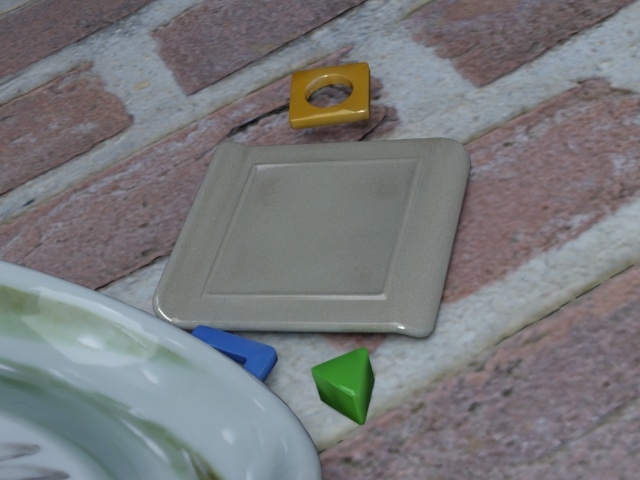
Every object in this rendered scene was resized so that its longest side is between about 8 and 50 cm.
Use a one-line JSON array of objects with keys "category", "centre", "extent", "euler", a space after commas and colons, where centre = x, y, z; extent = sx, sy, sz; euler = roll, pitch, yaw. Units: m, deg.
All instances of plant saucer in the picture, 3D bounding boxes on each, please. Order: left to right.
[{"category": "plant saucer", "centre": [-0.201, 0.102, 0.623], "extent": [0.400, 0.400, 0.100], "euler": [30, 105, 44]}]

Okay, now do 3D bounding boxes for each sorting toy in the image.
[{"category": "sorting toy", "centre": [0.000, 0.000, 0.871], "extent": [0.196, 0.047, 0.347], "euler": [2, 48, 18]}]
